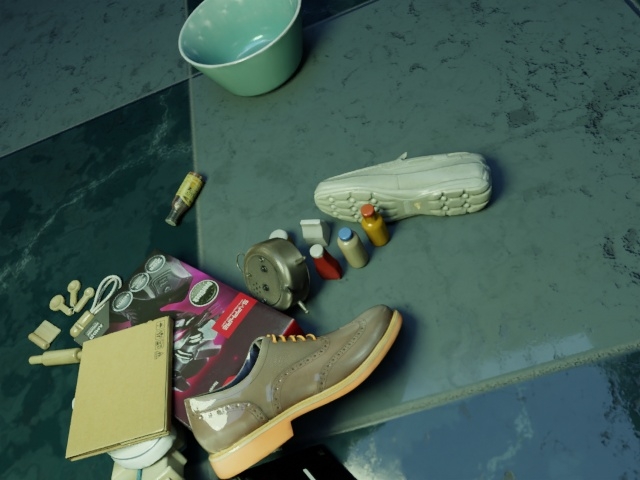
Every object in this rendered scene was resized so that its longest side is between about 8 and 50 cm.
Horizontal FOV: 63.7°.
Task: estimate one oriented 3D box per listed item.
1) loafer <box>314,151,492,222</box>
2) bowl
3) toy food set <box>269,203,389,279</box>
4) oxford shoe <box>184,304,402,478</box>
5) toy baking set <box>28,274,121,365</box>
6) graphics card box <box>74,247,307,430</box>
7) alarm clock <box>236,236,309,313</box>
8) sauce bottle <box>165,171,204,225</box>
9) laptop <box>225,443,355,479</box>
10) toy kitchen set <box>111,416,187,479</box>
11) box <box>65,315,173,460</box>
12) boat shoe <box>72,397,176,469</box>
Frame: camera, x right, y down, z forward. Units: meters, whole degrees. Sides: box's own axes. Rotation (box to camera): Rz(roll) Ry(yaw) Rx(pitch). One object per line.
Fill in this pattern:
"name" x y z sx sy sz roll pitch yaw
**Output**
"loafer" 0.148 -0.102 0.949 0.319 0.112 0.112 -2 55 11
"bowl" -0.167 -0.474 1.253 0.311 0.163 0.312 -9 58 15
"toy food set" 0.000 0.000 0.939 0.232 0.105 0.111 -1 61 21
"oxford shoe" -0.027 0.181 0.767 0.363 0.130 0.133 -32 88 -28
"toy baking set" -0.502 0.165 1.080 0.255 0.030 0.197 -5 59 18
"graphics card box" -0.233 0.178 0.917 0.370 0.094 0.233 22 64 32
"alarm clock" -0.097 0.059 0.930 0.064 0.130 0.192 -19 25 -40
"sauce bottle" -0.304 -0.092 1.153 0.042 0.042 0.128 12 68 26
"laptop" -0.041 0.421 0.662 0.234 0.264 0.137 34 114 42
"toy kitchen set" -0.230 0.419 0.807 0.122 0.166 0.207 -38 18 -4
"box" -0.317 0.231 0.828 0.164 0.021 0.201 -17 50 6
"boat shoe" -0.338 0.302 0.849 0.258 0.084 0.095 -7 33 40
